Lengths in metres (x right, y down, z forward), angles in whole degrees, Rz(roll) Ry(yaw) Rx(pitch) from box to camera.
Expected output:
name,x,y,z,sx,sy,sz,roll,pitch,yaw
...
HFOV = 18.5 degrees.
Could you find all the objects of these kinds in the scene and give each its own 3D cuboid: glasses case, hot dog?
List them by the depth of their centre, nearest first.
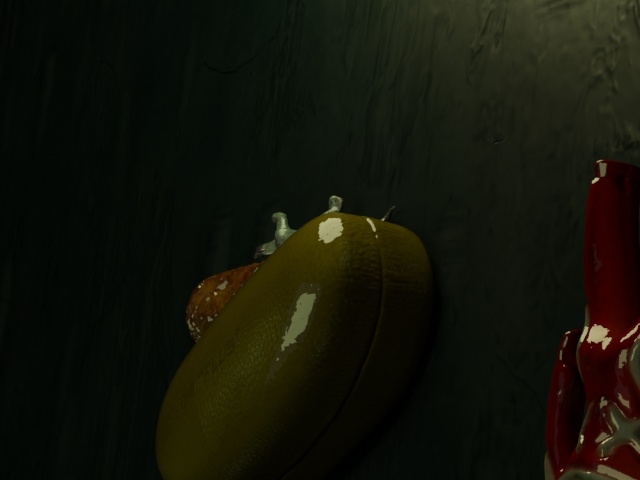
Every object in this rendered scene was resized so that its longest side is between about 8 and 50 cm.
name,x,y,z,sx,sy,sz,roll,pitch,yaw
glasses case,-0.040,0.126,1.783,0.371,0.141,0.173,-50,39,45
hot dog,-0.073,0.068,1.952,0.147,0.065,0.099,-20,62,47

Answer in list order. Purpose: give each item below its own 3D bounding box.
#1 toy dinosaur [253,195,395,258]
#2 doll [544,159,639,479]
name,x,y,z,sx,sy,sz,roll,pitch,yaw
toy dinosaur,0.002,0.001,1.842,0.209,0.039,0.082,-17,40,45
doll,0.213,0.123,1.341,0.188,0.099,0.384,-4,70,64
